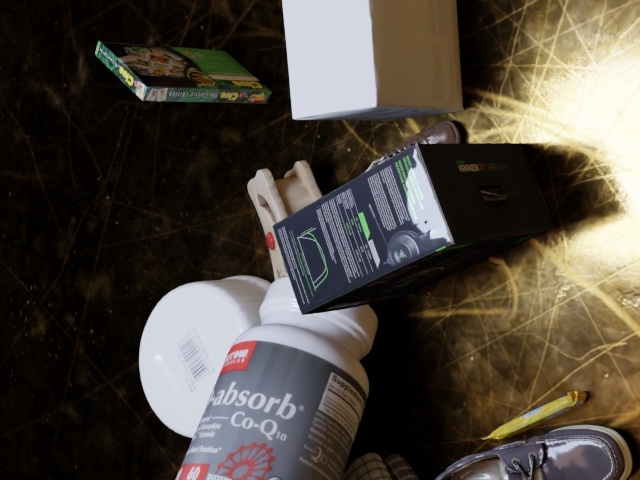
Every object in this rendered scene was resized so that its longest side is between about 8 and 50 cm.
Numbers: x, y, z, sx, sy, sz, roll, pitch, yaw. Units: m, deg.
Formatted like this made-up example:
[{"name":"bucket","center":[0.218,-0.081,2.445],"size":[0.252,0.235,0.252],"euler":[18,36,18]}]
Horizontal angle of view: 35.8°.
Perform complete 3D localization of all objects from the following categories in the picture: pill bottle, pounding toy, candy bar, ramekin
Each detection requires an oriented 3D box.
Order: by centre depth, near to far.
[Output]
[{"name":"candy bar","center":[0.285,0.236,1.317],"size":[0.161,0.040,0.018],"euler":[-37,61,37]},{"name":"pill bottle","center":[-0.054,0.246,1.372],"size":[0.210,0.210,0.363],"euler":[-8,50,42]},{"name":"pounding toy","center":[0.000,0.000,1.525],"size":[0.154,0.154,0.270],"euler":[108,143,-57]},{"name":"ramekin","center":[-0.167,0.193,1.619],"size":[0.277,0.135,0.277],"euler":[-3,85,34]}]

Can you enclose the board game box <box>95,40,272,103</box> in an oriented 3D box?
[{"name":"board game box","center":[-0.210,-0.261,1.551],"size":[0.136,0.259,0.030],"euler":[41,120,31]}]

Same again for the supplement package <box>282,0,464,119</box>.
[{"name":"supplement package","center":[0.073,-0.264,1.339],"size":[0.149,0.203,0.194],"euler":[-3,93,41]}]

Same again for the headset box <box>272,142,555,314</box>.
[{"name":"headset box","center":[0.129,-0.021,1.291],"size":[0.283,0.246,0.131],"euler":[-28,76,39]}]

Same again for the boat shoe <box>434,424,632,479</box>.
[{"name":"boat shoe","center":[0.269,0.313,1.305],"size":[0.285,0.092,0.103],"euler":[-21,81,41]}]

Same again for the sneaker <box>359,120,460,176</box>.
[{"name":"sneaker","center":[0.117,-0.103,1.406],"size":[0.188,0.071,0.066],"euler":[-39,69,38]}]

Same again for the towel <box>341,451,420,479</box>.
[{"name":"towel","center":[0.082,0.485,1.432],"size":[0.284,0.121,0.235],"euler":[-63,34,26]}]
